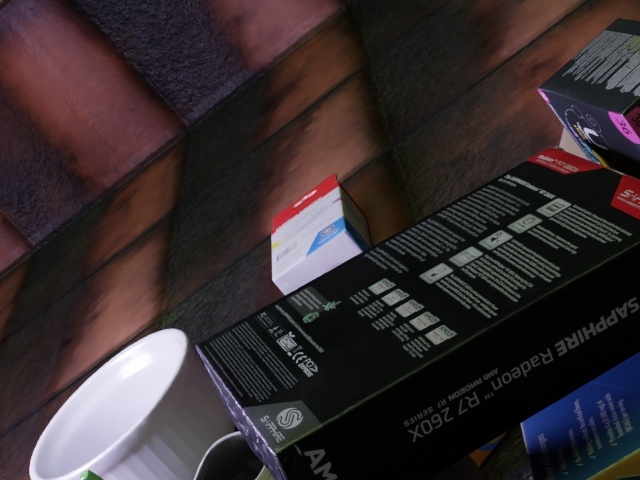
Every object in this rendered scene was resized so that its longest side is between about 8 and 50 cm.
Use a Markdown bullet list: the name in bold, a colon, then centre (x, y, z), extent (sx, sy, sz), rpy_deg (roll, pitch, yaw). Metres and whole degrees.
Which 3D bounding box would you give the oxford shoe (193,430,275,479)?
- **oxford shoe**: centre (-0.084, 0.349, 1.321), extent (0.169, 0.130, 0.449), rpy_deg (-32, 24, 15)

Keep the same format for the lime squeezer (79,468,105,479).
- **lime squeezer**: centre (-0.146, 0.298, 1.510), extent (0.058, 0.110, 0.310), rpy_deg (-10, -8, 33)

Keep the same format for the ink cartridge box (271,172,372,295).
- **ink cartridge box**: centre (0.000, 0.000, 1.964), extent (0.134, 0.078, 0.231), rpy_deg (-35, 21, 13)

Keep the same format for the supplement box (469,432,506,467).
- **supplement box**: centre (0.162, 0.156, 1.351), extent (0.233, 0.078, 0.080), rpy_deg (-48, 24, -16)

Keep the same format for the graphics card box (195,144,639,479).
- **graphics card box**: centre (0.103, 0.065, 1.050), extent (0.370, 0.094, 0.233), rpy_deg (-28, 23, -11)

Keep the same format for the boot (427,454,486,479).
- **boot**: centre (-0.054, 0.387, 1.048), extent (0.445, 0.146, 0.367), rpy_deg (-30, 42, 31)

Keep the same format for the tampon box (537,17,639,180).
- **tampon box**: centre (0.285, -0.108, 1.125), extent (0.101, 0.120, 0.161), rpy_deg (-42, 21, -2)

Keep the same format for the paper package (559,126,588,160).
- **paper package**: centre (0.389, -0.059, 1.260), extent (0.324, 0.168, 0.309), rpy_deg (-28, 24, 33)

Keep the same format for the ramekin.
- **ramekin**: centre (-0.243, 0.262, 1.774), extent (0.277, 0.135, 0.277), rpy_deg (-34, 21, 15)

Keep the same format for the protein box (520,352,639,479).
- **protein box**: centre (0.281, 0.149, 1.060), extent (0.201, 0.136, 0.200), rpy_deg (-35, 21, 16)
